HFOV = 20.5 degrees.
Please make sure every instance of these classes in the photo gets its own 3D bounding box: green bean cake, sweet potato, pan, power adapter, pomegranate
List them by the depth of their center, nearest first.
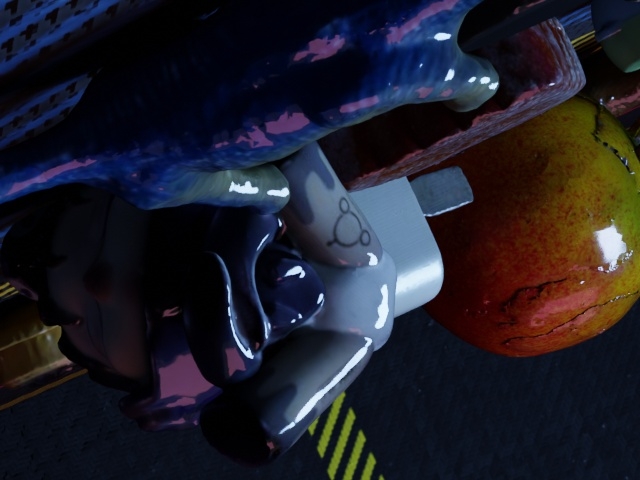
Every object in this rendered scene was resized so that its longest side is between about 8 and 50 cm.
[{"bbox_3d":[0.102,-0.119,0.752,0.136,0.028,0.235,-25,177,8],"label":"pan"},{"bbox_3d":[0.068,-0.077,0.937,0.136,0.056,0.135,-26,176,15],"label":"green bean cake"},{"bbox_3d":[0.000,0.000,1.064,0.205,0.125,0.130,-21,175,-37],"label":"power adapter"},{"bbox_3d":[0.165,-0.021,1.327,0.235,0.210,0.210,-22,177,-3],"label":"pomegranate"},{"bbox_3d":[0.207,-0.110,1.421,0.218,0.051,0.065,-25,-142,21],"label":"sweet potato"}]

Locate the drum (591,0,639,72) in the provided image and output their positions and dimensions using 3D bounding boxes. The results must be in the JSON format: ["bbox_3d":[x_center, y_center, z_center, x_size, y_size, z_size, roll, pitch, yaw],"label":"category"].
[{"bbox_3d":[0.222,-0.150,0.954,0.130,0.049,0.253,-24,177,-10],"label":"drum"}]

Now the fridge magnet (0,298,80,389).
[{"bbox_3d":[-0.191,0.067,1.298,0.143,0.063,0.143,-22,180,0],"label":"fridge magnet"}]

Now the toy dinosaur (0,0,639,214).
[{"bbox_3d":[-0.034,-0.048,0.570,0.248,0.075,0.188,-19,178,37],"label":"toy dinosaur"}]

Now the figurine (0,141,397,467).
[{"bbox_3d":[-0.053,0.009,0.797,0.145,0.145,0.222,-23,-161,-31],"label":"figurine"}]
